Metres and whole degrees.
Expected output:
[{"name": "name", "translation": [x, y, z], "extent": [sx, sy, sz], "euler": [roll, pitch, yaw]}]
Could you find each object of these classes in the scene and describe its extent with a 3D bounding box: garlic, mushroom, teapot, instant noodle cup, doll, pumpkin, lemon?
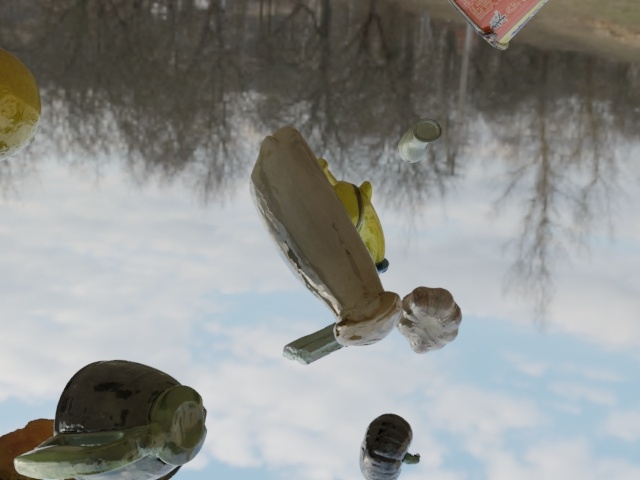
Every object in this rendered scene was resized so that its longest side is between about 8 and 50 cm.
[{"name": "garlic", "translation": [0.238, 0.168, 2.007], "extent": [0.147, 0.159, 0.102], "euler": [-4, -153, 11]}, {"name": "mushroom", "translation": [-0.006, 0.004, 1.525], "extent": [0.137, 0.154, 0.407], "euler": [4, -132, -45]}, {"name": "teapot", "translation": [-0.356, 0.327, 1.660], "extent": [0.239, 0.240, 0.321], "euler": [-8, 158, 34]}, {"name": "instant noodle cup", "translation": [0.248, -0.388, 1.211], "extent": [0.174, 0.213, 0.213], "euler": [-38, 172, 27]}, {"name": "doll", "translation": [0.070, -0.039, 2.153], "extent": [0.199, 0.363, 0.145], "euler": [-43, -143, -5]}, {"name": "pumpkin", "translation": [0.171, 0.550, 2.400], "extent": [0.150, 0.194, 0.194], "euler": [11, -166, 39]}, {"name": "lemon", "translation": [-0.564, -0.226, 1.466], "extent": [0.204, 0.204, 0.260], "euler": [11, 167, 37]}]

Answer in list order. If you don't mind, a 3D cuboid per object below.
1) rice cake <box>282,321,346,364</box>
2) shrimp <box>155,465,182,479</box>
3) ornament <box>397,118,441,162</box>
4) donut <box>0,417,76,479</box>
[{"name": "rice cake", "translation": [0.007, 0.254, 2.270], "extent": [0.085, 0.040, 0.226], "euler": [18, -157, 36]}, {"name": "shrimp", "translation": [-0.328, 0.496, 2.049], "extent": [0.161, 0.034, 0.091], "euler": [-43, -148, -18]}, {"name": "ornament", "translation": [0.236, -0.244, 2.233], "extent": [0.074, 0.081, 0.156], "euler": [-13, 170, -14]}, {"name": "donut", "translation": [-0.554, 0.477, 1.858], "extent": [0.253, 0.118, 0.253], "euler": [17, -143, -14]}]
